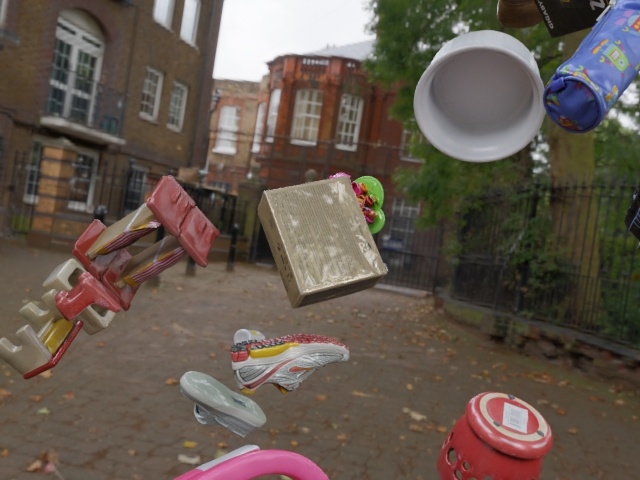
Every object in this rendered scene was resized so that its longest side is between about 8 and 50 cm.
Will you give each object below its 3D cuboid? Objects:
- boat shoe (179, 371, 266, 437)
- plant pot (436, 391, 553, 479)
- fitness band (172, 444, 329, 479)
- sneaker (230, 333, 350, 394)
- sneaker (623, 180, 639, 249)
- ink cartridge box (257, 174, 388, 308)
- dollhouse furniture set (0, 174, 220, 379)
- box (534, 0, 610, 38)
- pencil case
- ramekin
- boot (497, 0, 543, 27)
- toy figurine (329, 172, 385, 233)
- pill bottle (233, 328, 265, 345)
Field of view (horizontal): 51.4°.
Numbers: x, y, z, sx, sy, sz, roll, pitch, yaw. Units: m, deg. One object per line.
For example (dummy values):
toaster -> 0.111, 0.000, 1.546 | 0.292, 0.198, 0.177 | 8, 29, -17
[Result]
boat shoe -> -0.204, 0.336, 1.317 | 0.227, 0.081, 0.079 | 40, 8, -39
plant pot -> 0.339, 0.403, 1.290 | 0.191, 0.174, 0.191 | 11, 24, -5
fitness band -> -0.094, 0.343, 0.702 | 0.290, 0.209, 0.054 | -17, -3, -39
sneaker -> -0.051, 0.216, 1.165 | 0.225, 0.093, 0.088 | -3, 3, -26
sneaker -> 0.453, -0.049, 0.897 | 0.090, 0.081, 0.232 | 8, -33, 43
ink cartridge box -> 0.000, 0.000, 1.350 | 0.193, 0.235, 0.088 | -12, -23, -22
dollhouse furniture set -> -0.327, 0.070, 1.089 | 0.201, 0.152, 0.374 | -27, 25, 22
box -> 0.561, -0.642, 1.520 | 0.079, 0.322, 0.257 | -34, 14, -10
pencil case -> 0.532, -0.337, 1.240 | 0.133, 0.306, 0.119 | 46, -24, -8
ramekin -> 0.353, -0.323, 1.466 | 0.277, 0.277, 0.135 | 9, 40, 12
boot -> 0.641, -0.671, 1.861 | 0.305, 0.112, 0.115 | -8, -36, -4
toy figurine -> 0.078, -0.108, 1.731 | 0.130, 0.173, 0.159 | -36, -31, 26
pill bottle -> -0.153, 0.219, 1.465 | 0.043, 0.044, 0.083 | 9, -7, 25
